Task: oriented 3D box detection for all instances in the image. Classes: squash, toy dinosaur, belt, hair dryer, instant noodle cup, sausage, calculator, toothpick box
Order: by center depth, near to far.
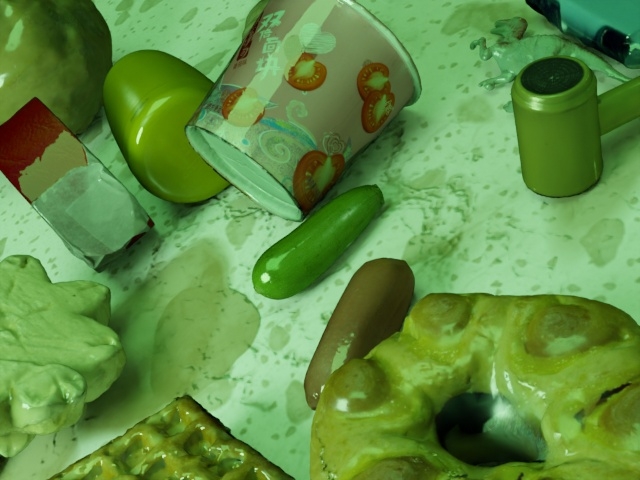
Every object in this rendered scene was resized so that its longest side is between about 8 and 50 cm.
[{"bbox_3d":[0.042,0.098,0.934,0.077,0.077,0.194,4,53,35],"label":"sausage"},{"bbox_3d":[0.341,-0.165,0.963,0.279,0.135,0.090,-26,41,-6],"label":"hair dryer"},{"bbox_3d":[0.000,0.000,1.066,0.201,0.066,0.066,-39,41,-17],"label":"squash"},{"bbox_3d":[0.291,-0.229,1.100,0.242,0.053,0.167,7,51,42],"label":"toy dinosaur"},{"bbox_3d":[0.379,-0.304,1.106,0.173,0.051,0.293,-28,40,-5],"label":"calculator"},{"bbox_3d":[-0.033,-0.172,1.130,0.243,0.243,0.231,24,72,45],"label":"instant noodle cup"},{"bbox_3d":[-0.356,-0.077,1.243,0.115,0.227,0.324,-44,40,-8],"label":"belt"},{"bbox_3d":[-0.228,-0.183,1.307,0.175,0.175,0.271,-37,37,-4],"label":"toothpick box"}]

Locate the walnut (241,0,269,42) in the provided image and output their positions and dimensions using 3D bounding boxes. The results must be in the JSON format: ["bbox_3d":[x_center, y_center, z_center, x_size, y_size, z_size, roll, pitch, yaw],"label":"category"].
[{"bbox_3d":[-0.044,-0.306,1.333,0.162,0.140,0.140,0,50,20],"label":"walnut"}]

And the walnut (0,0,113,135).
[{"bbox_3d":[-0.536,-0.313,1.529,0.384,0.383,0.383,-18,43,18],"label":"walnut"}]

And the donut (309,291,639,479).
[{"bbox_3d":[0.147,0.176,0.709,0.299,0.150,0.317,-27,37,-6],"label":"donut"}]

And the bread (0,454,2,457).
[{"bbox_3d":[-0.473,0.254,1.106,0.156,0.086,0.125,-14,42,19],"label":"bread"}]

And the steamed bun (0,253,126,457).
[{"bbox_3d":[-0.381,0.140,1.076,0.295,0.137,0.292,28,36,20],"label":"steamed bun"}]

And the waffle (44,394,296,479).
[{"bbox_3d":[-0.180,0.287,0.811,0.308,0.091,0.213,-31,37,-29],"label":"waffle"}]
